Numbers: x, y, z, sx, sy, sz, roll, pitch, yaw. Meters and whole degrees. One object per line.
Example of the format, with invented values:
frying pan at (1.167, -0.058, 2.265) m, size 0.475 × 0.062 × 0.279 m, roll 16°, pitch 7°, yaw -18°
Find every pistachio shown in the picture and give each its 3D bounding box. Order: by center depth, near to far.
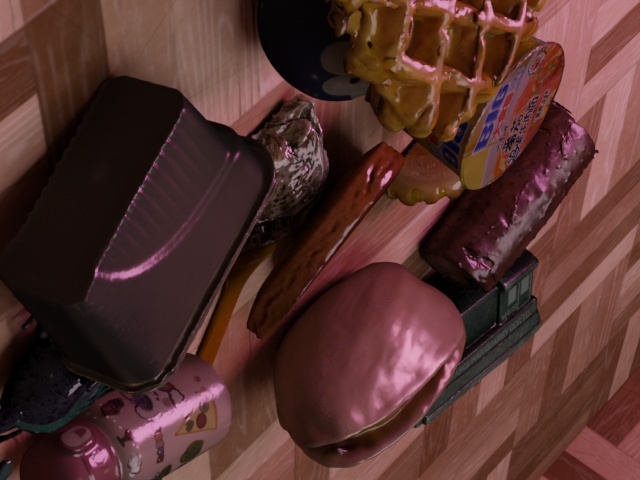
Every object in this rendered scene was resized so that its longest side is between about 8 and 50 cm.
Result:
pistachio at (0.056, 0.164, 2.200) m, size 0.332 × 0.226 × 0.208 m, roll -48°, pitch 137°, yaw -43°

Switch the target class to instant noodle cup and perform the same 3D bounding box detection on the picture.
instant noodle cup at (0.170, -0.178, 2.045) m, size 0.205 × 0.153 × 0.205 m, roll -43°, pitch 152°, yaw -29°

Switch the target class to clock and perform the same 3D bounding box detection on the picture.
clock at (0.043, -0.238, 1.719) m, size 0.243 × 0.146 × 0.199 m, roll -44°, pitch 143°, yaw -34°

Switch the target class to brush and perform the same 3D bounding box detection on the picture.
brush at (-0.108, 0.077, 2.019) m, size 0.103 × 0.013 × 0.272 m, roll -20°, pitch 140°, yaw -54°

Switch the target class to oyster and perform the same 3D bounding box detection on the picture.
oyster at (-0.054, -0.066, 1.878) m, size 0.177 × 0.064 × 0.125 m, roll -44°, pitch 143°, yaw -3°

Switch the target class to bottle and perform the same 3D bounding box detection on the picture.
bottle at (-0.213, 0.214, 1.860) m, size 0.253 × 0.120 × 0.120 m, roll -27°, pitch 145°, yaw -50°

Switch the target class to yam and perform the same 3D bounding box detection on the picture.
yam at (0.269, -0.057, 2.444) m, size 0.279 × 0.131 × 0.131 m, roll -53°, pitch 157°, yaw -8°

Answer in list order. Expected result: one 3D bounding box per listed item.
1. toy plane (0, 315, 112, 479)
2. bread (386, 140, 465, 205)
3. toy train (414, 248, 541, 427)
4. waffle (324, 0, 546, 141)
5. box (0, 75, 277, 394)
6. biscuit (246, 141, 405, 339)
toy plane at (-0.268, 0.148, 1.697) m, size 0.382 × 0.106 × 0.155 m, roll -39°, pitch 164°, yaw -46°
bread at (0.163, -0.098, 2.223) m, size 0.157 × 0.094 × 0.083 m, roll -55°, pitch 155°, yaw -23°
toy train at (0.192, 0.121, 2.538) m, size 0.330 × 0.138 × 0.178 m, roll -35°, pitch 141°, yaw -35°
waffle at (0.120, -0.293, 1.617) m, size 0.379 × 0.095 × 0.382 m, roll -57°, pitch 141°, yaw -28°
box at (-0.164, -0.016, 1.583) m, size 0.274 × 0.138 × 0.178 m, roll -65°, pitch 152°, yaw -18°
biscuit at (-0.002, -0.001, 1.996) m, size 0.262 × 0.052 × 0.277 m, roll -52°, pitch 179°, yaw -2°
